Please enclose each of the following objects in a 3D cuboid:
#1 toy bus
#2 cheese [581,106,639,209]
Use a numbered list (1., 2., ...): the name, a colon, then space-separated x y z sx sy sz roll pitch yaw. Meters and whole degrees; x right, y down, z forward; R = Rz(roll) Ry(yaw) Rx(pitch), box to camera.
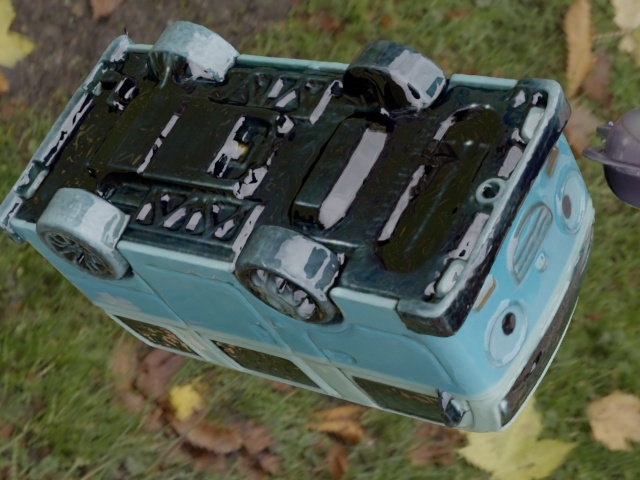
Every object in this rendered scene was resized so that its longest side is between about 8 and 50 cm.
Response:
1. toy bus: 0.000 0.000 0.725 0.133 0.271 0.165 -60 138 -22
2. cheese: 0.161 -0.034 0.627 0.105 0.191 0.042 6 98 8
